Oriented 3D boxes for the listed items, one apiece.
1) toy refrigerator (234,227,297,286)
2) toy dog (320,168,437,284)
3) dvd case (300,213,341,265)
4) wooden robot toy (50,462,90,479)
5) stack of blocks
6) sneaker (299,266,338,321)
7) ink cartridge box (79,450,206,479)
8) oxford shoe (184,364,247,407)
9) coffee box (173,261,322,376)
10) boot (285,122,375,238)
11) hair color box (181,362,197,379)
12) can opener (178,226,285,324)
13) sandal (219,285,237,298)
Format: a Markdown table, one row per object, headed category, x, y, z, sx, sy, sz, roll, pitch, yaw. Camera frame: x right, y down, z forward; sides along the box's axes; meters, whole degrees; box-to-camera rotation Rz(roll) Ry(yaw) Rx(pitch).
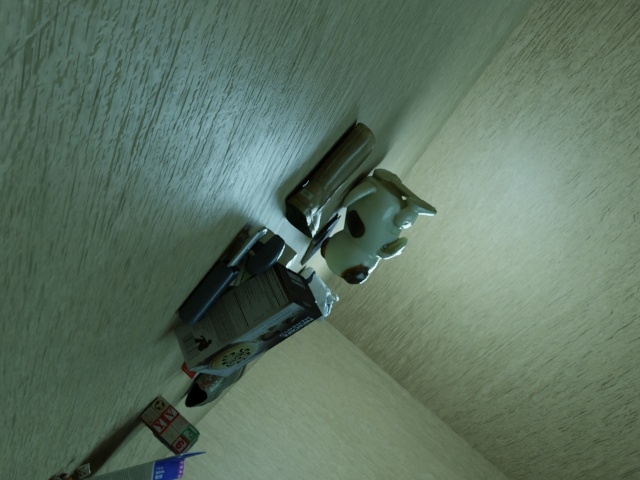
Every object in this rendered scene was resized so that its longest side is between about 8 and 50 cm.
| category | x | y | z | sx | sy | sz | roll | pitch | yaw |
| --- | --- | --- | --- | --- | --- | --- | --- | --- | --- |
| toy refrigerator | -0.152 | 0.088 | 1.531 | 0.094 | 0.102 | 0.269 | -45 | 172 | -30 |
| toy dog | 0.182 | -0.026 | 2.212 | 0.395 | 0.284 | 0.408 | -8 | 134 | -58 |
| dvd case | 0.000 | 0.000 | 2.332 | 0.164 | 0.018 | 0.221 | -46 | 171 | -31 |
| wooden robot toy | -0.642 | 0.600 | 1.424 | 0.173 | 0.076 | 0.079 | -47 | 137 | -19 |
| stack of blocks | -0.487 | 0.616 | 1.922 | 0.087 | 0.171 | 0.297 | -46 | 173 | -26 |
| sneaker | -0.088 | 0.310 | 2.618 | 0.366 | 0.210 | 0.137 | -52 | 172 | 16 |
| ink cartridge box | -0.520 | 0.688 | 1.713 | 0.330 | 0.071 | 0.324 | -13 | 161 | -2 |
| oxford shoe | -0.391 | 0.520 | 2.232 | 0.348 | 0.123 | 0.130 | -54 | 166 | 23 |
| coffee box | -0.167 | 0.191 | 1.389 | 0.297 | 0.119 | 0.168 | -33 | 153 | 10 |
| boot | 0.031 | -0.144 | 1.508 | 0.269 | 0.089 | 0.236 | -49 | 173 | -13 |
| hair color box | -0.353 | 0.340 | 1.794 | 0.093 | 0.053 | 0.167 | -40 | 167 | -50 |
| can opener | -0.198 | 0.081 | 1.296 | 0.280 | 0.093 | 0.074 | -46 | 174 | 6 |
| sandal | -0.239 | 0.149 | 1.481 | 0.240 | 0.079 | 0.088 | -33 | 146 | 11 |
